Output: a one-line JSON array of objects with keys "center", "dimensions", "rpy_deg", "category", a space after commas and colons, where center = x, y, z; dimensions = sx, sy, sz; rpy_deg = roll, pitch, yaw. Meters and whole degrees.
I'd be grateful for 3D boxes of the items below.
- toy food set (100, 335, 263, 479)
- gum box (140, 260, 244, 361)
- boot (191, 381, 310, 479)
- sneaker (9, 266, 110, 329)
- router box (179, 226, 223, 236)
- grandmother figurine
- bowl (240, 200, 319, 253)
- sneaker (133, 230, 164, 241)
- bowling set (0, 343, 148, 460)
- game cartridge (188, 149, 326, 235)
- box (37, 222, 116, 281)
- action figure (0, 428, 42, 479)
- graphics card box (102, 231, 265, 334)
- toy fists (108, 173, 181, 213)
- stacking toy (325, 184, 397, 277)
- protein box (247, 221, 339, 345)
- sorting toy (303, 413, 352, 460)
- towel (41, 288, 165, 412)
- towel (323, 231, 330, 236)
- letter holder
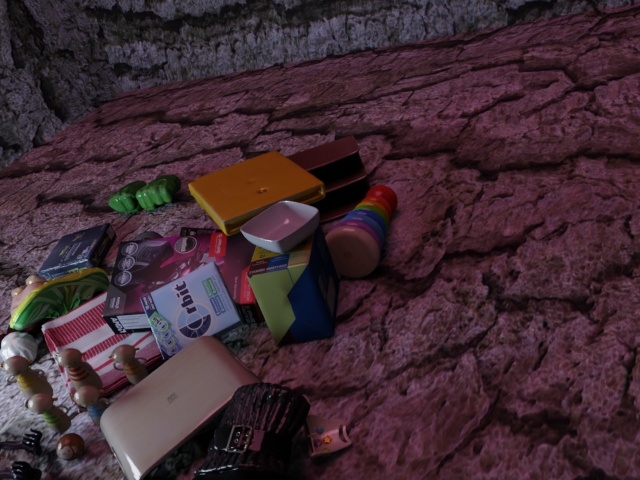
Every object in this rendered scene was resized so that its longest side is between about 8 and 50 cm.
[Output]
[{"center": [-0.270, 0.338, 1.217], "dimensions": [0.306, 0.092, 0.220], "rpy_deg": [-39, 36, -17], "category": "toy food set"}, {"center": [-0.286, 0.156, 1.371], "dimensions": [0.185, 0.041, 0.156], "rpy_deg": [-27, 69, -2], "category": "gum box"}, {"center": [-0.063, 0.362, 0.972], "dimensions": [0.348, 0.131, 0.260], "rpy_deg": [3, 42, 35], "category": "boot"}, {"center": [-0.674, 0.164, 1.641], "dimensions": [0.296, 0.123, 0.109], "rpy_deg": [-29, -14, -50], "category": "sneaker"}, {"center": [-0.275, 0.001, 1.690], "dimensions": [0.133, 0.046, 0.179], "rpy_deg": [3, -7, 36], "category": "router box"}, {"center": [-0.810, 0.224, 1.704], "dimensions": [0.208, 0.104, 0.342], "rpy_deg": [-45, 32, 10], "category": "grandmother figurine"}, {"center": [-0.080, -0.024, 1.314], "dimensions": [0.142, 0.053, 0.142], "rpy_deg": [-37, 34, -30], "category": "bowl"}, {"center": [-0.499, 0.033, 1.800], "dimensions": [0.111, 0.121, 0.300], "rpy_deg": [-24, 30, -8], "category": "sneaker"}, {"center": [-0.499, 0.325, 1.257], "dimensions": [0.287, 0.154, 0.199], "rpy_deg": [-13, 46, -3], "category": "bowling set"}, {"center": [-0.180, -0.138, 1.662], "dimensions": [0.286, 0.052, 0.324], "rpy_deg": [-23, 30, -18], "category": "game cartridge"}, {"center": [-0.792, 0.041, 2.022], "dimensions": [0.184, 0.059, 0.232], "rpy_deg": [-16, 30, 10], "category": "box"}, {"center": [-0.701, 0.442, 1.231], "dimensions": [0.276, 0.140, 0.164], "rpy_deg": [-13, 42, 8], "category": "action figure"}, {"center": [-0.320, 0.097, 1.502], "dimensions": [0.371, 0.094, 0.232], "rpy_deg": [-5, 51, 6], "category": "graphics card box"}, {"center": [-0.640, -0.161, 2.235], "dimensions": [0.279, 0.096, 0.142], "rpy_deg": [-6, 22, 25], "category": "toy fists"}, {"center": [0.119, -0.048, 1.574], "dimensions": [0.141, 0.141, 0.330], "rpy_deg": [-5, 29, 25], "category": "stacking toy"}, {"center": [-0.052, 0.086, 1.372], "dimensions": [0.136, 0.199, 0.201], "rpy_deg": [-11, 30, 12], "category": "protein box"}, {"center": [0.013, 0.342, 1.074], "dimensions": [0.075, 0.044, 0.083], "rpy_deg": [-12, 38, -7], "category": "sorting toy"}, {"center": [-0.528, 0.241, 1.501], "dimensions": [0.237, 0.037, 0.329], "rpy_deg": [-30, 43, -19], "category": "towel"}, {"center": [0.000, 0.000, 1.675], "dimensions": [0.083, 0.009, 0.060], "rpy_deg": [-9, 32, 19], "category": "towel"}, {"center": [-0.011, -0.160, 1.807], "dimensions": [0.302, 0.152, 0.214], "rpy_deg": [-18, 32, 3], "category": "letter holder"}]
